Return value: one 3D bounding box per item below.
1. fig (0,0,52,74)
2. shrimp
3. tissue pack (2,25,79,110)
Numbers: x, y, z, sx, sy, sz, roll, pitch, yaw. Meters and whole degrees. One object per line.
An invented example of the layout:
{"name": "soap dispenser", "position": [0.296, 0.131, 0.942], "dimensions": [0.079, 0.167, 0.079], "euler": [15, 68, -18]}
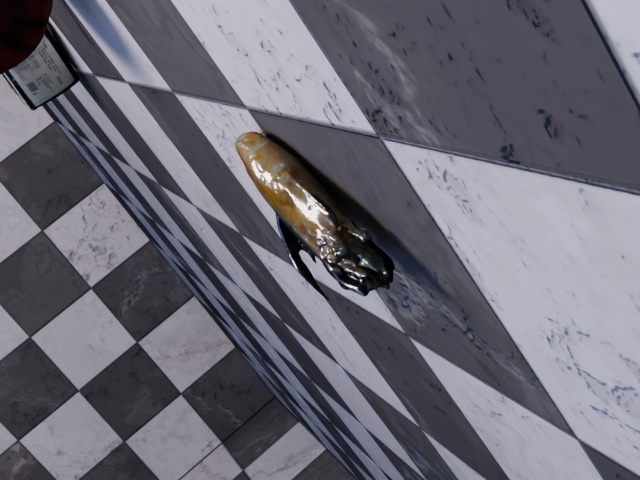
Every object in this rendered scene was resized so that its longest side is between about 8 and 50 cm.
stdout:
{"name": "fig", "position": [-0.375, -0.289, 1.091], "dimensions": [0.203, 0.186, 0.249], "euler": [38, -155, -9]}
{"name": "shrimp", "position": [0.000, 0.000, 0.775], "dimensions": [0.219, 0.046, 0.152], "euler": [45, 168, 47]}
{"name": "tissue pack", "position": [-0.454, -0.286, 1.544], "dimensions": [0.090, 0.103, 0.170], "euler": [51, 170, 17]}
